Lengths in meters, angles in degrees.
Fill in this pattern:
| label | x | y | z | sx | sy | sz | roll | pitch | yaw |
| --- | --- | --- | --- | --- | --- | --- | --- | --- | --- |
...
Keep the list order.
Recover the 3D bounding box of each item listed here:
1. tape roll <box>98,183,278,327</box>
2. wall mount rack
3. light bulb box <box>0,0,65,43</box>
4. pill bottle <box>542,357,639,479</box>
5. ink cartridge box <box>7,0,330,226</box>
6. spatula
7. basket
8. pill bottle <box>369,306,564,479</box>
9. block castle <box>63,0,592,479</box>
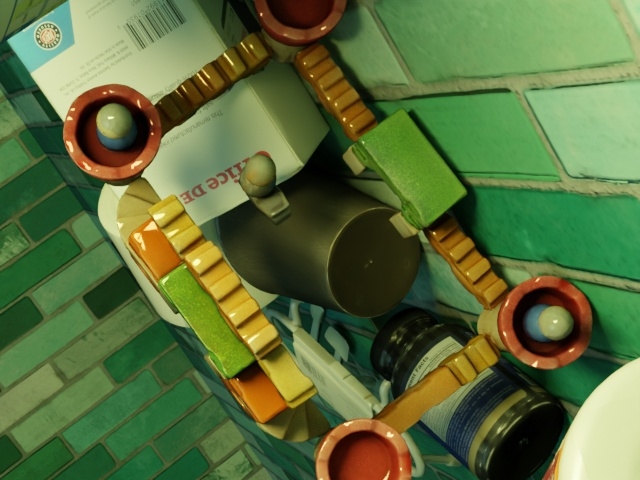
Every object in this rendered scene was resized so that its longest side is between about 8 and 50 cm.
| label | x | y | z | sx | sy | sz | roll | pitch | yaw |
| --- | --- | --- | --- | --- | --- | --- | --- | --- | --- |
| tape roll | -0.154 | -0.026 | 1.551 | 0.246 | 0.246 | 0.169 | 34 | 156 | 48 |
| wall mount rack | 0.076 | 0.211 | 1.646 | 0.350 | 0.130 | 0.304 | 41 | 157 | 37 |
| light bulb box | -0.175 | -0.312 | 0.777 | 0.225 | 0.361 | 0.358 | 56 | 164 | -10 |
| pill bottle | 0.282 | 0.259 | 0.959 | 0.224 | 0.224 | 0.392 | 46 | 163 | 22 |
| ink cartridge box | -0.169 | -0.181 | 1.272 | 0.307 | 0.223 | 0.129 | 57 | -152 | -14 |
| spatula | -0.008 | 0.147 | 1.923 | 0.168 | 0.019 | 0.242 | 48 | 163 | 14 |
| basket | 0.000 | 0.000 | 1.358 | 0.227 | 0.154 | 0.204 | 21 | 143 | 56 |
| pill bottle | 0.159 | 0.171 | 1.309 | 0.219 | 0.123 | 0.123 | 39 | 159 | 41 |
| block castle | 0.001 | -0.005 | 1.060 | 0.453 | 0.303 | 0.213 | 53 | 171 | 0 |
